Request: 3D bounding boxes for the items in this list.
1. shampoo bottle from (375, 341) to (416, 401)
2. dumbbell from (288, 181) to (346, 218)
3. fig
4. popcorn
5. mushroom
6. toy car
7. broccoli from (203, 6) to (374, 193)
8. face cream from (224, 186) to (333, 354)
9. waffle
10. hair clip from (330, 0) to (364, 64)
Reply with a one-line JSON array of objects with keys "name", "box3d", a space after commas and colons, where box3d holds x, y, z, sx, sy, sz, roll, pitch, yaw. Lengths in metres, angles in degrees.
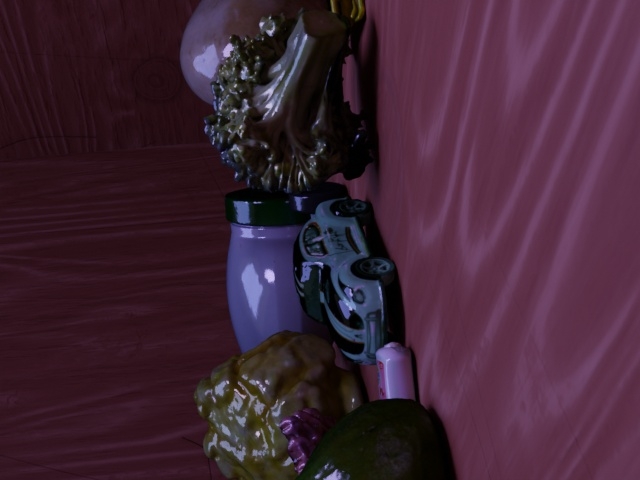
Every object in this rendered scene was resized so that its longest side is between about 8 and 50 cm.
[{"name": "shampoo bottle", "box3d": [0.092, 0.173, 1.207, 0.072, 0.043, 0.099, 166, 99, -83]}, {"name": "dumbbell", "box3d": [0.000, 0.000, 1.706, 0.100, 0.100, 0.191, -114, 19, -74]}, {"name": "fig", "box3d": [0.021, 0.283, 1.077, 0.203, 0.235, 0.203, 172, 90, -81]}, {"name": "popcorn", "box3d": [-0.069, 0.332, 1.748, 0.334, 0.294, 0.292, 86, 173, -46]}, {"name": "mushroom", "box3d": [-0.080, -0.331, 1.728, 0.290, 0.293, 0.292, 42, -156, -37]}, {"name": "toy car", "box3d": [0.027, 0.053, 1.363, 0.305, 0.125, 0.136, -102, 9, -60]}, {"name": "broccoli", "box3d": [-0.019, -0.200, 1.312, 0.263, 0.247, 0.243, -57, -5, -41]}, {"name": "face cream", "box3d": [-0.077, 0.076, 1.965, 0.312, 0.220, 0.356, -121, 27, -77]}, {"name": "waffle", "box3d": [0.024, 0.355, 1.495, 0.221, 0.055, 0.234, 33, -155, -56]}, {"name": "hair clip", "box3d": [0.030, -0.296, 1.387, 0.173, 0.046, 0.072, 129, 134, -83]}]
